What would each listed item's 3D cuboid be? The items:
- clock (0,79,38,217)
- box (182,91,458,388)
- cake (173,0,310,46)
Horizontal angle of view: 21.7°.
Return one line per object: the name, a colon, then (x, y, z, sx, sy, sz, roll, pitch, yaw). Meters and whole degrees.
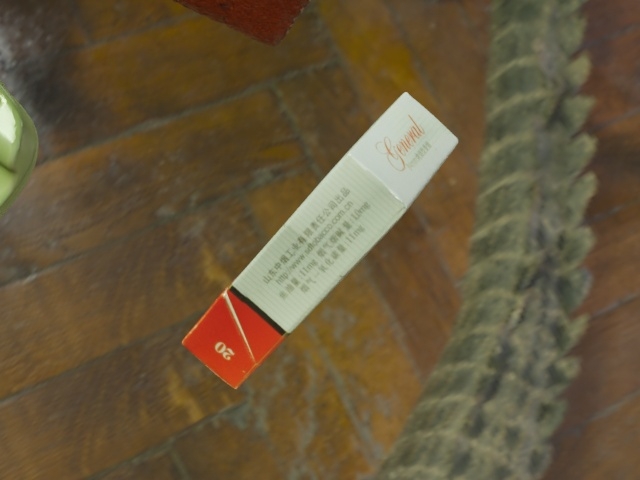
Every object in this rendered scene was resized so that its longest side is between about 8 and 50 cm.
clock: (-0.455, -0.054, 1.515, 0.286, 0.117, 0.348, 37, 84, 5)
box: (0.000, 0.000, 0.878, 0.048, 0.152, 0.100, 45, 30, 0)
cake: (-0.033, -0.267, 1.296, 0.150, 0.283, 0.177, 23, 70, -13)
